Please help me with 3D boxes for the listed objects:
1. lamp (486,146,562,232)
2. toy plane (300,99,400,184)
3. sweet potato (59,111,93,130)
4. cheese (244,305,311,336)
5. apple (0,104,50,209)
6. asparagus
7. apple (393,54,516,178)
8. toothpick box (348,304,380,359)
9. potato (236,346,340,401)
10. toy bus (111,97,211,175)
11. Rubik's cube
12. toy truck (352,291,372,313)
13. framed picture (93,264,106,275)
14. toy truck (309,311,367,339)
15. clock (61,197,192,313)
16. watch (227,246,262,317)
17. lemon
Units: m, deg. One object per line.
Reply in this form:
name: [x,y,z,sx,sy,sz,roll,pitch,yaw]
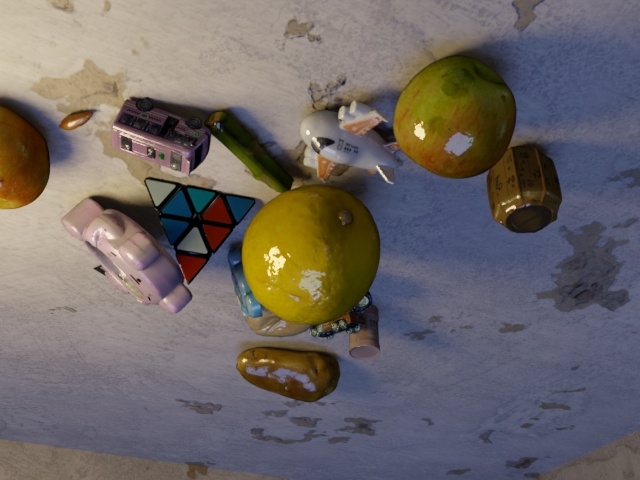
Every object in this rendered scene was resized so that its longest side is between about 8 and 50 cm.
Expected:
lamp: [0.462,-0.117,1.614,0.161,0.185,0.161,-1,142,-1]
toy plane: [0.066,-0.206,1.553,0.245,0.117,0.244,1,146,0]
sweet potato: [-0.538,-0.263,1.550,0.095,0.034,0.034,-19,140,21]
cheese: [-0.125,0.201,2.120,0.235,0.117,0.218,-12,141,12]
apple: [-0.711,-0.184,1.544,0.237,0.207,0.237,5,163,2]
asparagus: [-0.159,-0.198,1.618,0.067,0.060,0.277,-34,135,11]
apple: [0.276,-0.254,1.431,0.246,0.246,0.226,11,124,-14]
toothpick box: [0.134,0.284,2.202,0.099,0.148,0.098,0,144,0]
potato: [-0.112,0.458,2.449,0.369,0.176,0.195,12,170,-10]
toy bus: [-0.342,-0.221,1.520,0.199,0.108,0.096,20,143,0]
Rubik's cube: [-0.284,0.006,1.752,0.250,0.234,0.284,-6,143,7]
toy truck: [0.035,0.144,2.016,0.208,0.113,0.126,22,114,-22]
framed picture: [-0.527,0.095,2.066,0.199,0.010,0.195,-21,139,27]
toy truck: [0.046,0.231,2.154,0.178,0.115,0.080,-23,153,38]
clock: [-0.475,0.045,1.769,0.322,0.113,0.295,24,151,40]
watch: [-0.142,0.105,1.960,0.193,0.211,0.211,-18,146,-12]
lemon: [-0.019,0.031,1.667,0.348,0.348,0.348,0,144,0]
